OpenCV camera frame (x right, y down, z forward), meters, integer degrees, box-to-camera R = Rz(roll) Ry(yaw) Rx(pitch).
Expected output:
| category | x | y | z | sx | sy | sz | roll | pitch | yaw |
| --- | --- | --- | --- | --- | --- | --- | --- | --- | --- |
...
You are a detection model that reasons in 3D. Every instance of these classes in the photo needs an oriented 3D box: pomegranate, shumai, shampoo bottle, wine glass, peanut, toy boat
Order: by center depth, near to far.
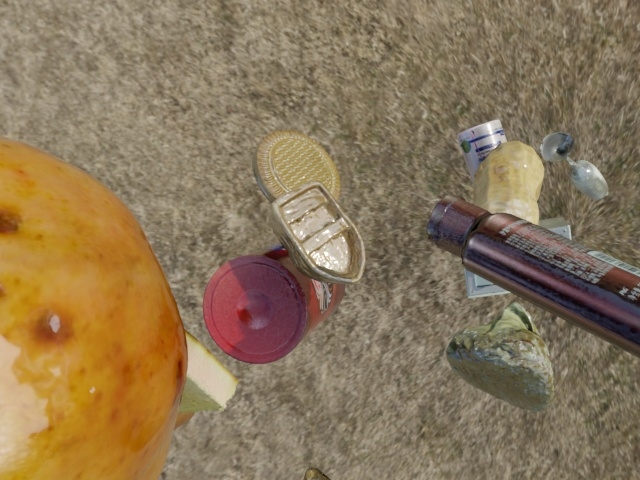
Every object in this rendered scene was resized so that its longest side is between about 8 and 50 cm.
| category | x | y | z | sx | sy | sz | roll | pitch | yaw |
| --- | --- | --- | --- | --- | --- | --- | --- | --- | --- |
| pomegranate | -0.308 | 0.103 | 0.530 | 0.410 | 0.410 | 0.410 | 0 | 90 | 19 |
| shampoo bottle | 0.278 | 0.036 | 0.913 | 0.323 | 0.129 | 0.084 | 28 | 125 | 35 |
| shumai | 0.308 | 0.172 | 1.160 | 0.184 | 0.184 | 0.142 | 23 | 62 | 17 |
| toy boat | 0.000 | 0.000 | 1.246 | 0.116 | 0.061 | 0.188 | -32 | 84 | -29 |
| peanut | 0.327 | -0.063 | 1.319 | 0.130 | 0.290 | 0.130 | 10 | 136 | 10 |
| shampoo bottle | 0.362 | -0.083 | 1.480 | 0.092 | 0.092 | 0.303 | -18 | 90 | 18 |
| wine glass | 0.566 | -0.153 | 1.624 | 0.074 | 0.262 | 0.074 | -17 | 62 | 34 |

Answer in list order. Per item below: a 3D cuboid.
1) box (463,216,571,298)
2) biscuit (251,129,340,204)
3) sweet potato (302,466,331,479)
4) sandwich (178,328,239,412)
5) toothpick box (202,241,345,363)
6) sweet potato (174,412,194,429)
| category | x | y | z | sx | sy | sz | roll | pitch | yaw |
| --- | --- | --- | --- | --- | --- | --- | --- | --- | --- |
| box | 0.416 | 0.037 | 1.581 | 0.225 | 0.086 | 0.129 | -9 | 103 | 9 |
| biscuit | -0.058 | -0.164 | 1.842 | 0.079 | 0.259 | 0.259 | -39 | 76 | 46 |
| sweet potato | 0.102 | 0.310 | 0.731 | 0.286 | 0.085 | 0.112 | 36 | 137 | 6 |
| sandwich | -0.171 | 0.169 | 0.927 | 0.193 | 0.162 | 0.058 | -31 | 42 | 47 |
| toothpick box | -0.080 | 0.108 | 1.489 | 0.204 | 0.333 | 0.204 | 1 | 95 | 13 |
| sweet potato | -0.317 | 0.310 | 1.255 | 0.354 | 0.106 | 0.095 | -31 | 111 | -18 |
